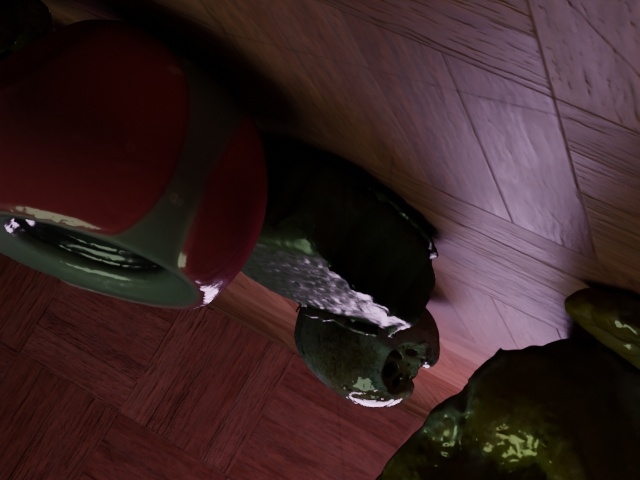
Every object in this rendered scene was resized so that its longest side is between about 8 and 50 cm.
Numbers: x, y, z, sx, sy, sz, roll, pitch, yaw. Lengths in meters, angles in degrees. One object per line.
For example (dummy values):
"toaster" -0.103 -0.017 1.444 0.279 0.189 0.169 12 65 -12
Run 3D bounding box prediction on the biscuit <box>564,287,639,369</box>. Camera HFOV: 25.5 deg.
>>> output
"biscuit" 0.322 0.102 1.258 0.183 0.039 0.174 33 171 -23

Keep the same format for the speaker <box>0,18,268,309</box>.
"speaker" -0.187 -0.055 1.303 0.294 0.294 0.294 30 170 5

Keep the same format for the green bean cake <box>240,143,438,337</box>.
"green bean cake" 0.000 0.000 1.463 0.227 0.125 0.222 19 163 44

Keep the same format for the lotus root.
"lotus root" 0.039 0.118 1.858 0.140 0.158 0.322 37 174 -25

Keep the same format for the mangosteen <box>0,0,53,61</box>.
"mangosteen" -0.342 -0.211 1.344 0.180 0.166 0.166 -18 136 42

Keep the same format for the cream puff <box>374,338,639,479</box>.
"cream puff" 0.238 0.282 1.500 0.275 0.378 0.378 50 178 21
